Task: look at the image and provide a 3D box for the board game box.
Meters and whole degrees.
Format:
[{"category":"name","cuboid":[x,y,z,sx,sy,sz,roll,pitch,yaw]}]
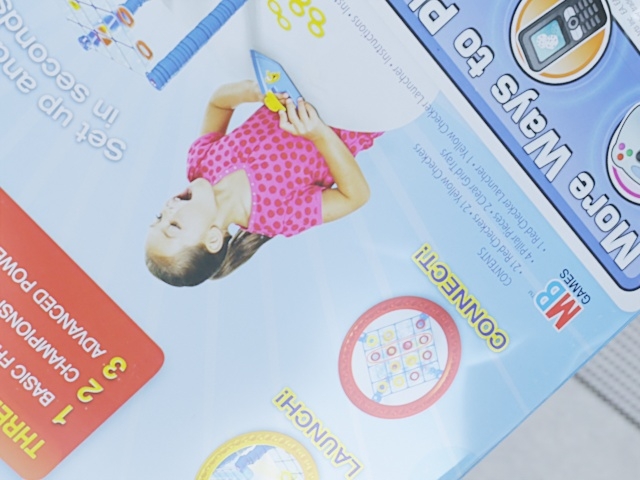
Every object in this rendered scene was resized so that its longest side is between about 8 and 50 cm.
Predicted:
[{"category":"board game box","cuboid":[-0.057,-0.033,0.582,0.302,0.086,0.308,-42,115,-2]}]
